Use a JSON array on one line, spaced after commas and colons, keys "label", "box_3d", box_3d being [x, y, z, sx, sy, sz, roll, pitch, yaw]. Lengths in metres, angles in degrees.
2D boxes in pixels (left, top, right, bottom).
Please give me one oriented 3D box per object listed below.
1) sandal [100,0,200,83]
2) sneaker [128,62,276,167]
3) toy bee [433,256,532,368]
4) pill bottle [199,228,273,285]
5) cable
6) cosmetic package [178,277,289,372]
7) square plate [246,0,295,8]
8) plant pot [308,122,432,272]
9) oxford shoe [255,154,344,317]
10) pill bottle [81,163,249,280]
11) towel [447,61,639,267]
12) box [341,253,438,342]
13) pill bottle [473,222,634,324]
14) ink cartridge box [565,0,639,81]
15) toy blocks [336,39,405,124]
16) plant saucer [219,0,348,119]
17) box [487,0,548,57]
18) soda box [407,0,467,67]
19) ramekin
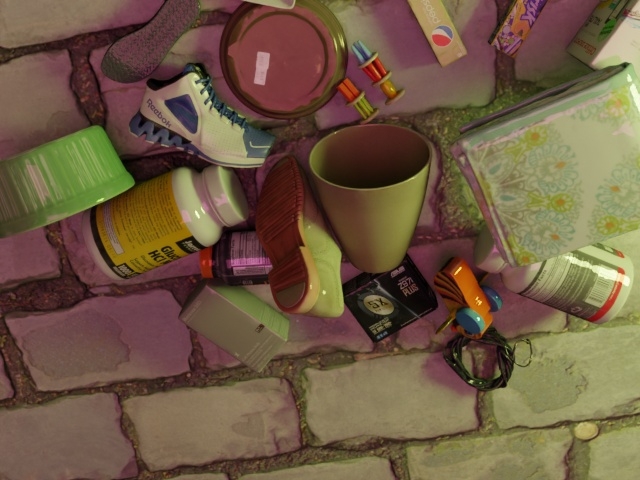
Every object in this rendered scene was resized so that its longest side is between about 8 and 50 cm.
[{"label": "sandal", "box_3d": [-0.354, -0.426, 1.715, 0.254, 0.054, 0.097, -38, 114, 6]}, {"label": "sneaker", "box_3d": [-0.245, -0.277, 1.725, 0.316, 0.127, 0.182, 15, 114, -2]}, {"label": "toy bee", "box_3d": [0.336, 0.174, 1.872, 0.195, 0.162, 0.298, -22, 97, -30]}, {"label": "pill bottle", "box_3d": [-0.150, 0.037, 1.849, 0.246, 0.130, 0.130, -3, 112, 4]}, {"label": "cable", "box_3d": [0.401, 0.292, 1.987, 0.150, 0.047, 0.184, -41, 103, 11]}, {"label": "cosmetic package", "box_3d": [-0.204, 0.189, 1.929, 0.238, 0.107, 0.127, 34, 112, -15]}, {"label": "square plate", "box_3d": [-0.193, -0.663, 1.600, 0.344, 0.049, 0.347, 10, 112, 0]}, {"label": "plant pot", "box_3d": [0.113, -0.072, 1.754, 0.257, 0.256, 0.274, -3, 128, 3]}, {"label": "oxford shoe", "box_3d": [-0.040, -0.004, 1.739, 0.147, 0.396, 0.140, 23, 138, -40]}, {"label": "pill bottle", "box_3d": [-0.337, -0.049, 1.785, 0.334, 0.188, 0.187, -21, 110, 12]}, {"label": "towel", "box_3d": [0.478, -0.137, 1.595, 0.375, 0.090, 0.320, -21, 111, 21]}, {"label": "box", "box_3d": [0.162, 0.132, 1.905, 0.180, 0.077, 0.147, -31, 107, 14]}, {"label": "pill bottle", "box_3d": [0.514, 0.055, 1.809, 0.319, 0.176, 0.176, 21, 111, -7]}, {"label": "ink cartridge box", "box_3d": [0.664, -0.423, 1.597, 0.197, 0.198, 0.270, 30, 110, -10]}, {"label": "toy blocks", "box_3d": [0.090, -0.340, 1.726, 0.123, 0.054, 0.148, -36, 107, 14]}, {"label": "plant saucer", "box_3d": [-0.080, -0.389, 1.721, 0.278, 0.041, 0.277, 1, 113, 2]}, {"label": "box", "box_3d": [0.415, -0.467, 1.664, 0.059, 0.054, 0.169, 26, 111, -8]}, {"label": "soda box", "box_3d": [0.235, -0.454, 1.673, 0.061, 0.058, 0.181, -27, 109, 12]}, {"label": "ramekin", "box_3d": [-0.563, -0.131, 1.710, 0.304, 0.303, 0.148, -19, 103, 9]}]
